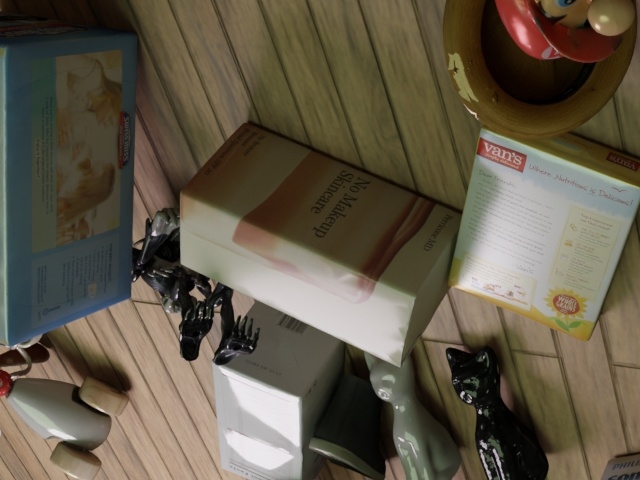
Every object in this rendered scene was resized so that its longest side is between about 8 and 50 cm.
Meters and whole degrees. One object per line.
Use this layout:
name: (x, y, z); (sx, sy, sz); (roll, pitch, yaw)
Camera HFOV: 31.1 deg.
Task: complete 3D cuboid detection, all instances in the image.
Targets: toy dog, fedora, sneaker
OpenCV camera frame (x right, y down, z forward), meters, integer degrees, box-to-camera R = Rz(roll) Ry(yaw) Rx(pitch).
toy dog: (-0.474, 0.258, 1.924); (0.333, 0.220, 0.161); (48, 172, -1)
fedora: (0.187, -0.190, 1.029); (0.194, 0.194, 0.079); (52, 177, -17)
sneaker: (0.062, 0.262, 1.597); (0.083, 0.118, 0.222); (18, 166, 21)

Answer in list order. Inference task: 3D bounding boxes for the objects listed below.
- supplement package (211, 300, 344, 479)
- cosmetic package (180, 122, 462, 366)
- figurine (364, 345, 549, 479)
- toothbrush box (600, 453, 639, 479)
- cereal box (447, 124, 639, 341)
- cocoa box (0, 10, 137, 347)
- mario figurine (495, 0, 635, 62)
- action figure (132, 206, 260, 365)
supplement package: (-0.055, 0.223, 1.591); (0.139, 0.134, 0.244); (20, 138, 18)
cosmetic package: (0.000, 0.000, 1.323); (0.296, 0.153, 0.129); (23, 139, 15)
figurine: (0.164, 0.223, 1.479); (0.215, 0.092, 0.209); (-4, 118, 40)
toothbrush box: (0.486, 0.384, 1.353); (0.216, 0.126, 0.295); (-23, 111, 46)
cereal box: (0.236, -0.012, 1.216); (0.173, 0.047, 0.240); (24, 138, 16)
cocoa box: (-0.374, -0.084, 1.367); (0.228, 0.231, 0.347); (13, 108, 27)
mario figurine: (0.245, -0.237, 0.845); (0.198, 0.170, 0.320); (34, 140, 0)
action figure: (-0.162, 0.040, 1.478); (0.164, 0.275, 0.141); (20, 110, -35)
